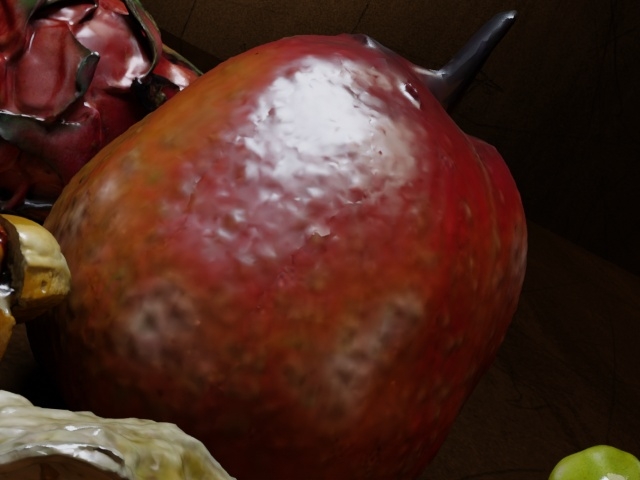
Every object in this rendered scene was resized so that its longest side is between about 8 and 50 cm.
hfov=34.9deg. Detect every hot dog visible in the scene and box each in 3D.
[{"bbox_3d":[-0.184,0.035,0.518,0.062,0.092,0.235,42,-27,-14],"label":"hot dog"}]

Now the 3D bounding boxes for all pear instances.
[{"bbox_3d":[0.244,0.219,0.867,0.092,0.092,0.097,26,14,-11],"label":"pear"}]

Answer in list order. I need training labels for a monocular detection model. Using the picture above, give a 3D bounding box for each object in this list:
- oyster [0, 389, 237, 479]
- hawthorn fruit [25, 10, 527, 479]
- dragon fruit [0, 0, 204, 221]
[{"bbox_3d":[-0.123,0.125,0.399,0.341,0.166,0.110,12,24,-1],"label":"oyster"},{"bbox_3d":[0.000,0.000,0.625,0.285,0.369,0.285,44,1,-1],"label":"hawthorn fruit"},{"bbox_3d":[-0.213,-0.118,0.888,0.293,0.234,0.234,17,18,-27],"label":"dragon fruit"}]
